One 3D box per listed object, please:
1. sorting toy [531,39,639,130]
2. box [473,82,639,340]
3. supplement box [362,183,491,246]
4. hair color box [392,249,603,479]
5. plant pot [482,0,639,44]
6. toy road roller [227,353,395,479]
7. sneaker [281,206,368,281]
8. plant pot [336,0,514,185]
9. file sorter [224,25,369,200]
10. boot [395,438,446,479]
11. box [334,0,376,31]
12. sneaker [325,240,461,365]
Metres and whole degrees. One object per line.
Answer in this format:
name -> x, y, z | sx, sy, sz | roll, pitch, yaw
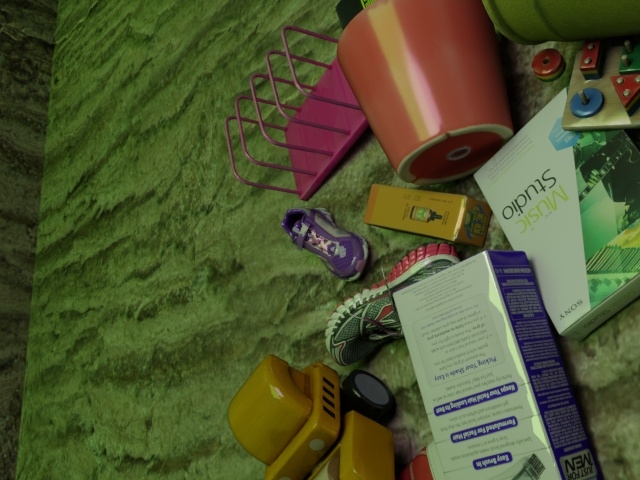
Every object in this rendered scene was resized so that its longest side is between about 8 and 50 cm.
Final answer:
sorting toy -> 0.413, -0.221, 1.120 | 0.275, 0.046, 0.132 | 3, 67, 37
box -> 0.372, -0.052, 1.165 | 0.232, 0.058, 0.322 | -47, 46, 30
supplement box -> 0.179, -0.044, 1.389 | 0.233, 0.080, 0.078 | 14, 89, 54
hair color box -> 0.241, 0.201, 1.140 | 0.185, 0.110, 0.338 | -29, 67, 42
plant pot -> 0.440, -0.414, 1.019 | 0.353, 0.366, 0.366 | 20, 93, 40
toy road roller -> -0.028, 0.332, 1.317 | 0.202, 0.241, 0.329 | -54, 15, 24
sneaker -> 0.000, 0.000, 1.574 | 0.236, 0.105, 0.095 | 41, 107, 49
plant pot -> 0.185, -0.240, 1.324 | 0.275, 0.275, 0.243 | -34, 64, 40
file sorter -> -0.053, -0.256, 1.634 | 0.290, 0.182, 0.202 | -48, 44, 42
boot -> 0.159, 0.436, 1.199 | 0.176, 0.088, 0.244 | -46, 32, 26
box -> 0.118, -0.474, 1.650 | 0.184, 0.045, 0.190 | -41, 48, 33
sneaker -> 0.121, 0.126, 1.363 | 0.299, 0.121, 0.112 | -44, 50, 31
